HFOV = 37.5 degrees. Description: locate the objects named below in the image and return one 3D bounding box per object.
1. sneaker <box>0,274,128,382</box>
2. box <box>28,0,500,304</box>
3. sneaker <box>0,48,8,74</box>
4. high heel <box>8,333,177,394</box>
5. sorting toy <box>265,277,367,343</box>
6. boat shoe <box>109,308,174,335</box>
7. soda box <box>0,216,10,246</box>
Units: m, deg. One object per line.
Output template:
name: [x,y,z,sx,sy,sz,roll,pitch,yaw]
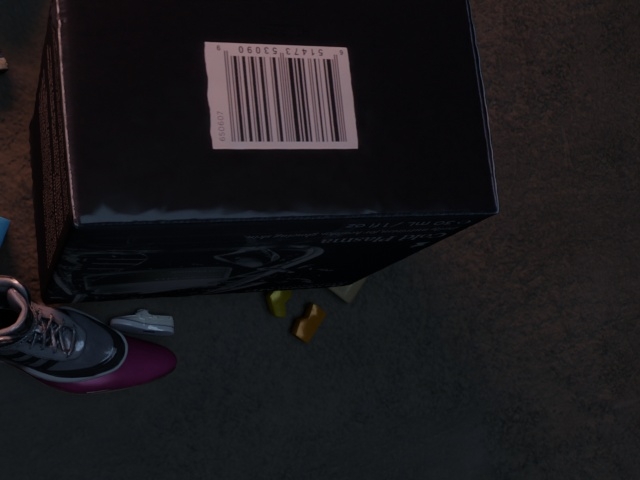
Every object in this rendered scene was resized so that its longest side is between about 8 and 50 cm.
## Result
sneaker: [-0.366,0.116,1.207,0.269,0.153,0.101,18,72,-22]
box: [-0.108,-0.106,1.208,0.480,0.472,0.297,-2,79,-20]
sneaker: [-0.503,-0.252,1.295,0.135,0.052,0.058,-11,88,-32]
high heel: [-0.382,0.113,1.325,0.377,0.127,0.181,3,103,-23]
sorting toy: [0.000,0.000,1.561,0.229,0.041,0.307,39,77,-27]
boat shoe: [-0.272,0.122,1.440,0.100,0.035,0.035,8,63,-22]
soda box: [-0.536,-0.034,1.276,0.210,0.071,0.067,21,85,-25]
